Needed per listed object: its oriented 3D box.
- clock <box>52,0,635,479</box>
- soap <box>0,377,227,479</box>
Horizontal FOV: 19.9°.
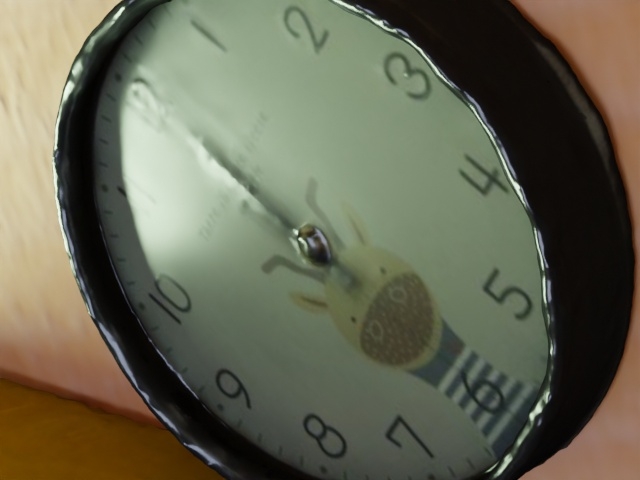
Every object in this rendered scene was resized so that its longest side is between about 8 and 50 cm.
[{"bbox_3d":[0.000,0.000,0.527,0.184,0.040,0.184,17,121,30],"label":"clock"},{"bbox_3d":[-0.110,0.224,0.647,0.293,0.156,0.335,10,117,30],"label":"soap"}]
